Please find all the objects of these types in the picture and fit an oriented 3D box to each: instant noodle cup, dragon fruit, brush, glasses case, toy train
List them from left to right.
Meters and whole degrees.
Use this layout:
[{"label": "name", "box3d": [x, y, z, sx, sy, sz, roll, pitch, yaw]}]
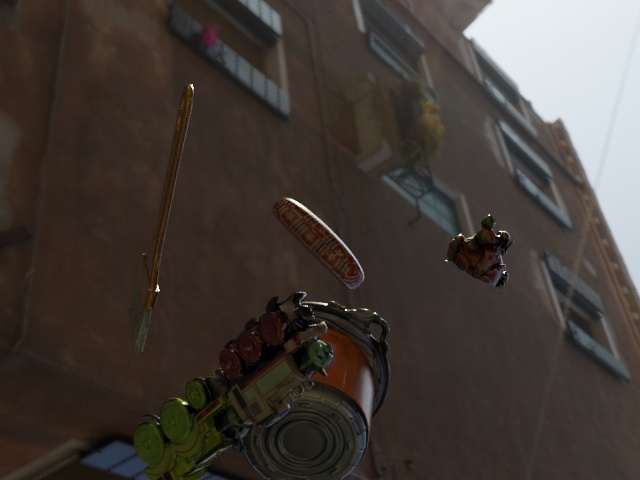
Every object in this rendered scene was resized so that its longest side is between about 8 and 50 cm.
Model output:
[{"label": "brush", "box3d": [-0.161, -0.026, 0.874, 0.103, 0.013, 0.272, -128, -130, -64]}, {"label": "toy train", "box3d": [-0.077, 0.138, 0.748, 0.249, 0.053, 0.085, -44, -109, 32]}, {"label": "instant noodle cup", "box3d": [-0.014, 0.170, 0.877, 0.208, 0.177, 0.125, -54, -167, 21]}, {"label": "glasses case", "box3d": [0.000, 0.000, 1.408, 0.049, 0.073, 0.194, -44, -99, -6]}, {"label": "dragon fruit", "box3d": [0.313, 0.031, 1.651, 0.142, 0.138, 0.175, -78, -169, -50]}]
